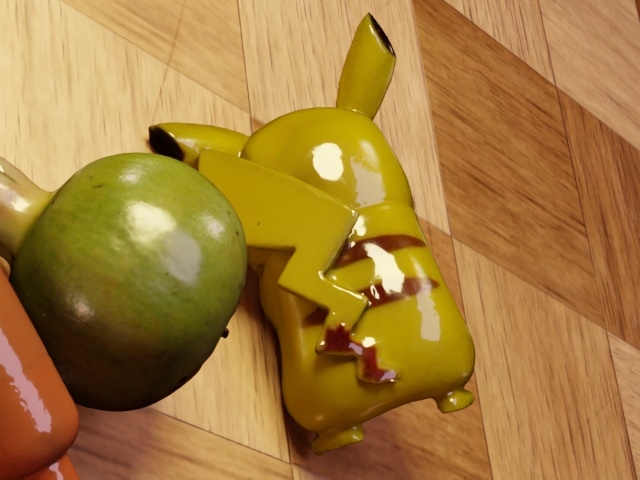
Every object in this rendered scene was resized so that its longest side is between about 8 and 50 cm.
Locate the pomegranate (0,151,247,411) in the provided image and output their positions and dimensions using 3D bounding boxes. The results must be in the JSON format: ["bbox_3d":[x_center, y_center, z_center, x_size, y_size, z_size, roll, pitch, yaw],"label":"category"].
[{"bbox_3d":[-0.144,0.011,1.275,0.210,0.179,0.179,50,32,-25],"label":"pomegranate"}]

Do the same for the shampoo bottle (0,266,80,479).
[{"bbox_3d":[-0.207,0.094,1.209,0.244,0.085,0.085,63,28,-10],"label":"shampoo bottle"}]

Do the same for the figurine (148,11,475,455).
[{"bbox_3d":[0.003,0.007,1.549,0.169,0.218,0.326,104,-33,-67],"label":"figurine"}]
